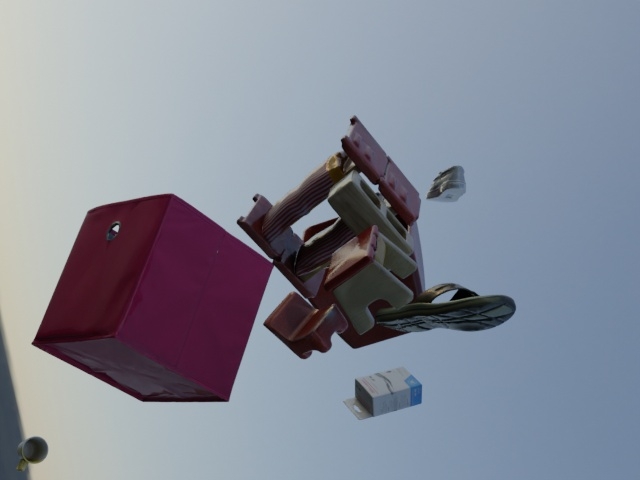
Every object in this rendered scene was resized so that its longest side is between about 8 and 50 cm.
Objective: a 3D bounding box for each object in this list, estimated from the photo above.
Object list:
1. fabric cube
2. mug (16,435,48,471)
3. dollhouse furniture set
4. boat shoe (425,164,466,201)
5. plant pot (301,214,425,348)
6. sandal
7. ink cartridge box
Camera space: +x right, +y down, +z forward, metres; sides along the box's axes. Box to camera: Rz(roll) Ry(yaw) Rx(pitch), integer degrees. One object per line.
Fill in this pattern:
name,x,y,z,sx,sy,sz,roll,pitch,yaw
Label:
fabric cube,-0.279,0.105,1.683,0.254,0.259,0.258,-7,-124,44
mug,-0.673,0.486,2.301,0.064,0.078,0.062,-17,-80,53
dollhouse furniture set,0.000,0.000,1.257,0.152,0.201,0.374,49,19,-11
boat shoe,0.274,-0.123,2.187,0.184,0.066,0.063,112,-16,-80
plant pot,0.117,0.086,2.261,0.267,0.267,0.236,-78,147,-65
sandal,0.243,0.127,2.008,0.302,0.120,0.086,-6,-117,34
ink cartridge box,0.158,0.389,2.559,0.104,0.180,0.060,-139,-137,-56
